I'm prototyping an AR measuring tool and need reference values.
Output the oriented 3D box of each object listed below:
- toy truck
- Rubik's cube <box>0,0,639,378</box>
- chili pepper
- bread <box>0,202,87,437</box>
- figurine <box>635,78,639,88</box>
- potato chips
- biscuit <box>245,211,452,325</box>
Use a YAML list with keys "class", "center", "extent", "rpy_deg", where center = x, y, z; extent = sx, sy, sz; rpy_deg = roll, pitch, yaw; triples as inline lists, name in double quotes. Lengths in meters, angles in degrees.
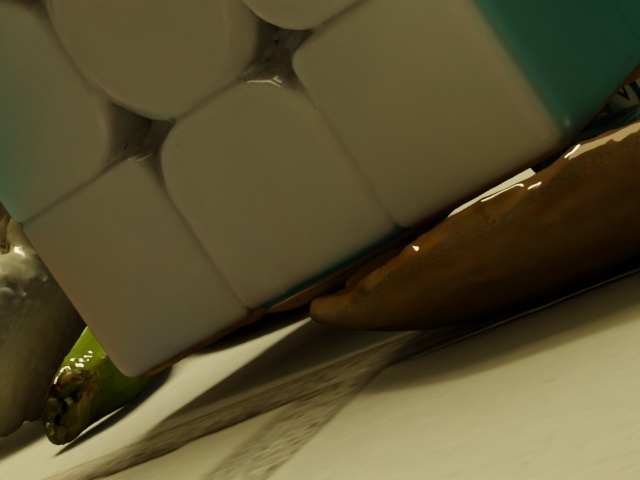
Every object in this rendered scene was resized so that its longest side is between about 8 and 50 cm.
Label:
- class: "toy truck"
  center: [0.144, -0.056, 1.037]
  extent: [0.073, 0.056, 0.090]
  rpy_deg: [-33, 18, 1]
- class: "Rubik's cube"
  center: [-0.010, -0.157, 0.956]
  extent: [0.291, 0.290, 0.291]
  rpy_deg: [-29, 8, 39]
- class: "chili pepper"
  center: [-0.114, 0.064, 1.104]
  extent: [0.050, 0.052, 0.202]
  rpy_deg: [-13, 7, 7]
- class: "bread"
  center: [-0.147, -0.014, 1.239]
  extent: [0.102, 0.183, 0.337]
  rpy_deg: [16, 24, 20]
- class: "figurine"
  center: [0.195, -0.160, 1.108]
  extent: [0.263, 0.189, 0.142]
  rpy_deg: [-9, 32, 33]
- class: "potato chips"
  center: [0.084, -0.003, 0.752]
  extent: [0.201, 0.049, 0.150]
  rpy_deg: [-22, -3, 39]
- class: "biscuit"
  center: [0.000, 0.001, 1.206]
  extent: [0.202, 0.044, 0.288]
  rpy_deg: [-29, 4, -7]
